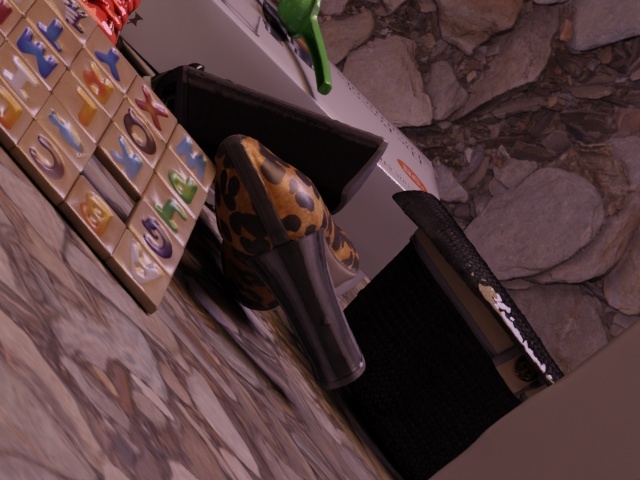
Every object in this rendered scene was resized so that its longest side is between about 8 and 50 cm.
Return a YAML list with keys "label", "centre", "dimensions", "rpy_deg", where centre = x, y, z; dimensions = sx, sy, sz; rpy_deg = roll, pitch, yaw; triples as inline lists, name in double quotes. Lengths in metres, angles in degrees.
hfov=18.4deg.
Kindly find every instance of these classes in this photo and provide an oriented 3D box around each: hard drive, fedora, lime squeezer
- label: "hard drive"
  centre: [-0.049, -0.069, 1.485]
  dimensions: [0.172, 0.054, 0.255]
  rpy_deg: [20, -6, -8]
- label: "fedora"
  centre: [0.118, 0.125, 1.619]
  dimensions: [0.334, 0.152, 0.334]
  rpy_deg: [55, 3, -4]
- label: "lime squeezer"
  centre: [-0.044, -0.249, 1.931]
  dimensions: [0.310, 0.059, 0.110]
  rpy_deg: [53, 13, 27]

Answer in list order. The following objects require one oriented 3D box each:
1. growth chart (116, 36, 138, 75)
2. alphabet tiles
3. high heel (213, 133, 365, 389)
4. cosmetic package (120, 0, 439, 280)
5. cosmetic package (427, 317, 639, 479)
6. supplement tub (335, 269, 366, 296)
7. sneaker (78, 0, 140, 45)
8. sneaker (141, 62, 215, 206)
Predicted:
- label: "growth chart"
  centre: [-0.207, -0.187, 1.749]
  dimensions: [0.172, 0.021, 0.237]
  rpy_deg: [51, 4, -25]
- label: "alphabet tiles"
  centre: [-0.150, -0.090, 1.128]
  dimensions: [0.237, 0.009, 0.198]
  rpy_deg: [51, 21, -16]
- label: "high heel"
  centre: [-0.041, -0.031, 1.371]
  dimensions: [0.261, 0.093, 0.186]
  rpy_deg: [-122, -172, -62]
- label: "cosmetic package"
  centre: [-0.039, -0.143, 1.967]
  dimensions: [0.377, 0.097, 0.284]
  rpy_deg: [44, 13, -12]
- label: "cosmetic package"
  centre: [0.234, 0.248, 1.267]
  dimensions: [0.161, 0.230, 0.453]
  rpy_deg: [55, 6, 36]
- label: "supplement tub"
  centre: [0.000, 0.000, 2.041]
  dimensions: [0.107, 0.071, 0.071]
  rpy_deg: [52, 4, 16]
- label: "sneaker"
  centre: [-0.151, -0.173, 1.302]
  dimensions: [0.090, 0.145, 0.270]
  rpy_deg: [50, 4, -23]
- label: "sneaker"
  centre: [-0.089, -0.089, 1.666]
  dimensions: [0.178, 0.077, 0.072]
  rpy_deg: [40, 32, -55]
